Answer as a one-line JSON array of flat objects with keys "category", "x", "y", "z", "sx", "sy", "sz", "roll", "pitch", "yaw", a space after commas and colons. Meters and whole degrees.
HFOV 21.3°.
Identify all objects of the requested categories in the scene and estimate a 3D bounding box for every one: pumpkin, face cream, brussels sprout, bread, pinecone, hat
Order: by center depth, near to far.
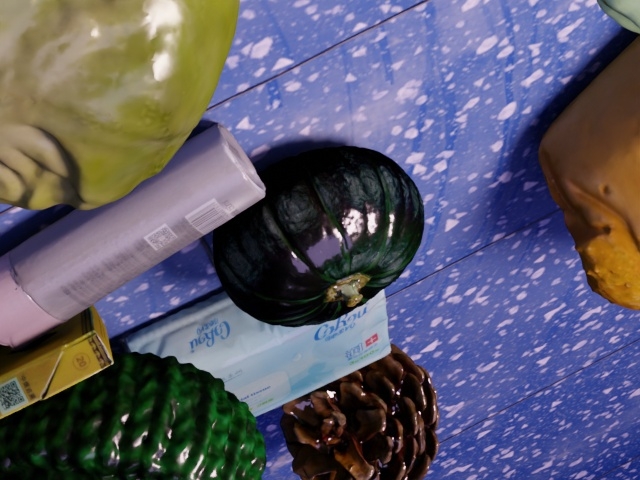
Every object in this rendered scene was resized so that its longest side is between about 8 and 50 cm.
[{"category": "brussels sprout", "x": -0.190, "y": -0.140, "z": 1.036, "sx": 0.273, "sy": 0.243, "sz": 0.316, "roll": 2, "pitch": 141, "yaw": -36}, {"category": "face cream", "x": -0.179, "y": 0.000, "z": 1.463, "sx": 0.269, "sy": 0.073, "sz": 0.107, "roll": -32, "pitch": 153, "yaw": 6}, {"category": "hat", "x": -0.206, "y": 0.273, "z": 1.547, "sx": 0.274, "sy": 0.332, "sz": 0.242, "roll": -22, "pitch": 128, "yaw": 32}, {"category": "pumpkin", "x": 0.000, "y": 0.000, "z": 1.560, "sx": 0.202, "sy": 0.140, "sz": 0.202, "roll": -20, "pitch": 153, "yaw": -11}, {"category": "bread", "x": 0.434, "y": -0.080, "z": 1.706, "sx": 0.361, "sy": 0.250, "sz": 0.394, "roll": 5, "pitch": 139, "yaw": -45}, {"category": "pinecone", "x": 0.044, "y": 0.210, "z": 1.882, "sx": 0.179, "sy": 0.184, "sz": 0.204, "roll": -17, "pitch": -168, "yaw": 21}]

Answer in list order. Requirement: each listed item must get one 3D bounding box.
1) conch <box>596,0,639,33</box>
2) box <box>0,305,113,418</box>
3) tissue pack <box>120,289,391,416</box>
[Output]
[{"category": "conch", "x": 0.329, "y": -0.265, "z": 1.416, "sx": 0.143, "sy": 0.137, "sz": 0.250, "roll": 24, "pitch": 124, "yaw": -37}, {"category": "box", "x": -0.321, "y": 0.141, "z": 1.520, "sx": 0.279, "sy": 0.041, "sz": 0.153, "roll": -26, "pitch": -170, "yaw": -5}, {"category": "tissue pack", "x": -0.059, "y": 0.110, "z": 1.744, "sx": 0.263, "sy": 0.089, "sz": 0.177, "roll": -25, "pitch": 150, "yaw": -8}]
